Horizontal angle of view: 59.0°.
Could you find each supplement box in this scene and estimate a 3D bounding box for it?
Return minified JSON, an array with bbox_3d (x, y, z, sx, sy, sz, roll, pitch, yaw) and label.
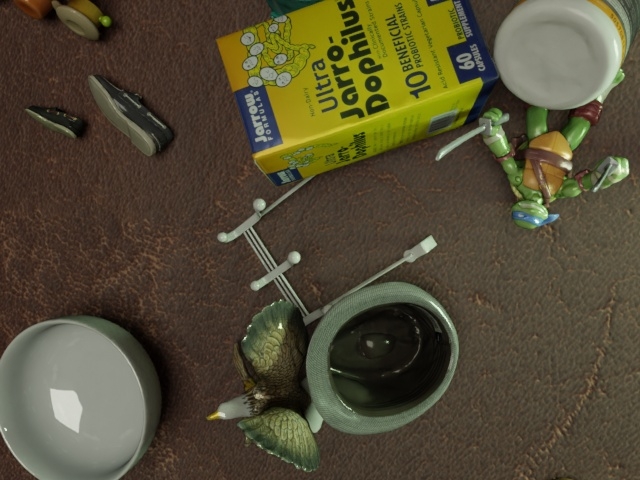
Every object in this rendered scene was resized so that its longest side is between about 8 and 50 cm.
[{"bbox_3d":[0.054,-0.242,0.867,0.356,0.195,0.194,-19,82,3],"label":"supplement box"}]

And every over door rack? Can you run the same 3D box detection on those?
[{"bbox_3d":[0.000,0.000,0.997,0.324,0.108,0.239,-34,88,14],"label":"over door rack"}]

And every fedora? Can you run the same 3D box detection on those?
[{"bbox_3d":[0.091,0.188,0.958,0.275,0.124,0.244,-19,98,-15],"label":"fedora"}]

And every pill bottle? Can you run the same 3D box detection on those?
[{"bbox_3d":[0.365,-0.323,0.785,0.162,0.162,0.278,34,61,8],"label":"pill bottle"}]

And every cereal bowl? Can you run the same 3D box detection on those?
[{"bbox_3d":[-0.460,0.306,1.122,0.339,0.141,0.339,1,96,13],"label":"cereal bowl"}]

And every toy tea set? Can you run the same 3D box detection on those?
[{"bbox_3d":[-0.541,-0.512,1.050,0.336,0.200,0.124,23,74,11],"label":"toy tea set"}]

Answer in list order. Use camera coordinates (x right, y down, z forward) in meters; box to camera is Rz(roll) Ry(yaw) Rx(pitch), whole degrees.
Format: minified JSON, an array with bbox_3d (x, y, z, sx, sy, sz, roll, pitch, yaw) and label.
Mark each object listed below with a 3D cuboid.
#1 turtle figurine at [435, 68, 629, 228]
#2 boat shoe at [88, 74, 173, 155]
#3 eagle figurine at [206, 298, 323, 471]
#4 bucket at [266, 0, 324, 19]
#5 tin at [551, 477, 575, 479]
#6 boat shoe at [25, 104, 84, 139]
[{"bbox_3d":[0.348,-0.162,0.830,0.197,0.274,0.266,9,74,43],"label":"turtle figurine"},{"bbox_3d":[-0.368,-0.250,1.094,0.065,0.075,0.206,-38,78,-29],"label":"boat shoe"},{"bbox_3d":[-0.077,0.256,0.931,0.226,0.225,0.298,43,147,1],"label":"eagle figurine"},{"bbox_3d":[0.010,-0.469,0.898,0.281,0.183,0.281,1,94,14],"label":"bucket"},{"bbox_3d":[0.466,0.482,0.972,0.189,0.040,0.106,23,105,10],"label":"tin"},{"bbox_3d":[-0.532,-0.244,1.133,0.133,0.049,0.042,23,73,17],"label":"boat shoe"}]
